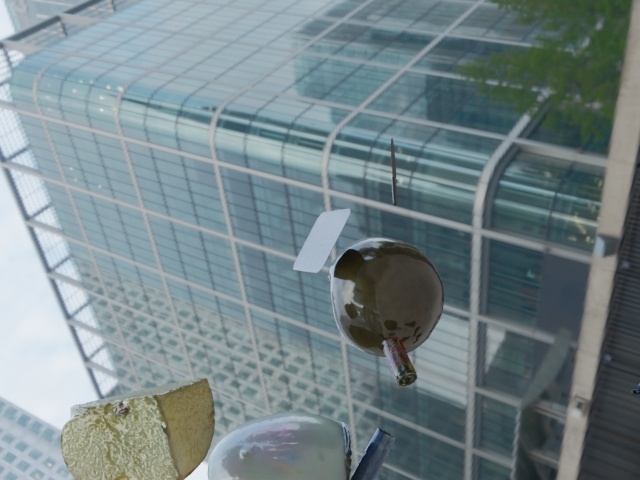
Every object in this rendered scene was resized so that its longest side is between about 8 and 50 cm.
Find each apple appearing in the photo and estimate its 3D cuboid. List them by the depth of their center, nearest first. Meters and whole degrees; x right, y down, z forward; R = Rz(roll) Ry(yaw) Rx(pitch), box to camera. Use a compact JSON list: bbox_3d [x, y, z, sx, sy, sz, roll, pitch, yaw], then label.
[{"bbox_3d":[-0.426,0.438,1.693,0.252,0.309,0.314,52,-150,-35],"label":"apple"}]

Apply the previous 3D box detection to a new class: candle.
[{"bbox_3d":[0.179,0.272,1.696,0.052,0.130,0.052,-10,-47,-10],"label":"candle"}]

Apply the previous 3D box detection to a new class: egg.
[{"bbox_3d":[-0.123,0.612,1.889,0.354,0.340,0.354,-169,90,-81],"label":"egg"}]

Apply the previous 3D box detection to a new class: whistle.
[{"bbox_3d":[0.102,0.637,1.918,0.304,0.062,0.062,-61,-30,-9],"label":"whistle"}]

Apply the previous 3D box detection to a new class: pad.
[{"bbox_3d":[0.000,0.000,1.850,0.176,0.002,0.266,-63,15,-8],"label":"pad"}]

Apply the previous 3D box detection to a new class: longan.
[{"bbox_3d":[0.166,0.144,1.892,0.319,0.319,0.319,-36,-46,-48],"label":"longan"}]

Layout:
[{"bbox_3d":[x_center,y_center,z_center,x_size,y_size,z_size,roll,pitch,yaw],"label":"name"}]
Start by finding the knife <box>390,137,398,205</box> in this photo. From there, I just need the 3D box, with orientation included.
[{"bbox_3d":[0.180,-0.169,1.803,0.023,0.010,0.170,8,-102,-59],"label":"knife"}]

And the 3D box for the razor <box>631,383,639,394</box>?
[{"bbox_3d":[0.756,0.292,1.699,0.028,0.044,0.154,-54,-32,-71],"label":"razor"}]
